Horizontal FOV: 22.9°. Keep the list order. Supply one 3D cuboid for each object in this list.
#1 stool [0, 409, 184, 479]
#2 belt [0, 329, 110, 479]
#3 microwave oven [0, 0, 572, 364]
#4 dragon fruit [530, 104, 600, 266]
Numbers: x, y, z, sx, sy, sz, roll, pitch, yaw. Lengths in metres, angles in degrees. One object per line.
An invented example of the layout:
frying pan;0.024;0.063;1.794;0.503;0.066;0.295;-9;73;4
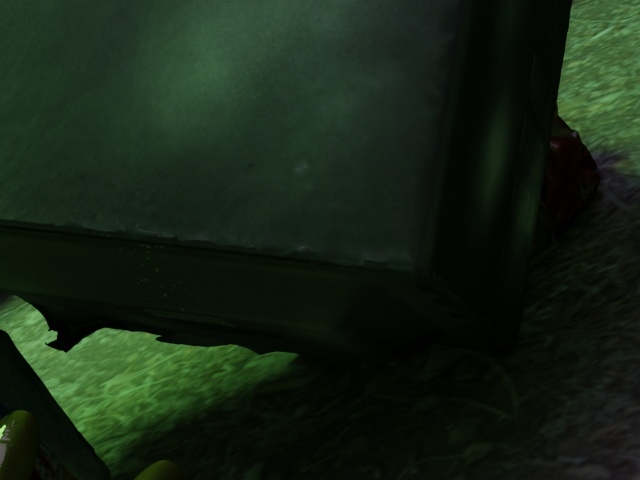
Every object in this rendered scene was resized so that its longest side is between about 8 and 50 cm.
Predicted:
stool;-0.137;0.168;0.799;0.134;0.135;0.110;-22;26;35
belt;-0.258;0.158;0.939;0.207;0.150;0.257;-21;16;42
microwave oven;-0.091;-0.115;0.942;0.431;0.375;0.236;7;-12;20
dragon fruit;0.081;-0.075;1.108;0.205;0.152;0.317;-2;29;29
